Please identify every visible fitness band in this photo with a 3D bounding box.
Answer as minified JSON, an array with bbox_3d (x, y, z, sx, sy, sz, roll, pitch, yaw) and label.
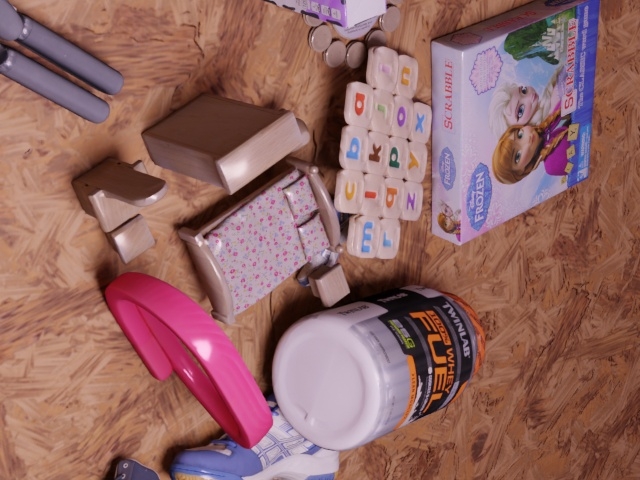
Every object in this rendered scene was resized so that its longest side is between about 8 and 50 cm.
[{"bbox_3d":[-0.157,0.145,1.612,0.054,0.209,0.291,-46,136,-21],"label":"fitness band"}]

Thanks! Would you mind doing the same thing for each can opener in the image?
[{"bbox_3d":[-0.311,-0.198,1.379,0.280,0.093,0.074,31,86,-53],"label":"can opener"}]

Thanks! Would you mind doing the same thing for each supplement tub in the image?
[{"bbox_3d":[0.094,0.171,1.875,0.316,0.193,0.194,-15,120,-53],"label":"supplement tub"}]

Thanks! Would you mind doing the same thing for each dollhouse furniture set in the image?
[{"bbox_3d":[-0.084,0.016,1.612,0.303,0.173,0.356,-37,123,-26],"label":"dollhouse furniture set"}]

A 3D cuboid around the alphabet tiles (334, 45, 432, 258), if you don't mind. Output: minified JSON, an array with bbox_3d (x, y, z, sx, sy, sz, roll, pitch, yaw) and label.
[{"bbox_3d":[0.086,-0.117,1.800,0.278,0.021,0.284,2,95,-64],"label":"alphabet tiles"}]

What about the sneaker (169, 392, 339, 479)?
[{"bbox_3d":[-0.093,0.280,1.848,0.296,0.111,0.131,3,90,-48],"label":"sneaker"}]

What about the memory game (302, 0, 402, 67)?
[{"bbox_3d":[0.047,-0.316,1.734,0.186,0.012,0.186,-22,124,-37],"label":"memory game"}]

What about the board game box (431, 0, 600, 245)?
[{"bbox_3d":[0.300,-0.193,2.013,0.318,0.066,0.319,-26,127,-34],"label":"board game box"}]

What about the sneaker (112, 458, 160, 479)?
[{"bbox_3d":[-0.296,0.364,1.685,0.226,0.163,0.086,2,140,-5],"label":"sneaker"}]

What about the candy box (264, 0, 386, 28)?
[{"bbox_3d":[-0.018,-0.351,1.510,0.070,0.196,0.165,-28,128,-34],"label":"candy box"}]

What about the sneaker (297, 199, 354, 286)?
[{"bbox_3d":[0.000,0.000,1.826,0.058,0.052,0.135,30,95,-27],"label":"sneaker"}]
